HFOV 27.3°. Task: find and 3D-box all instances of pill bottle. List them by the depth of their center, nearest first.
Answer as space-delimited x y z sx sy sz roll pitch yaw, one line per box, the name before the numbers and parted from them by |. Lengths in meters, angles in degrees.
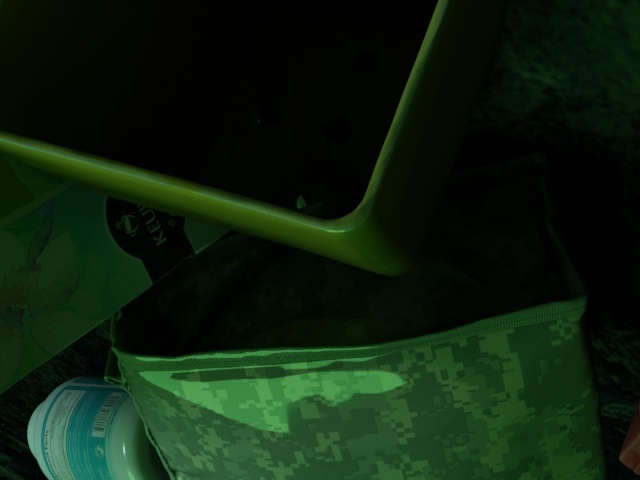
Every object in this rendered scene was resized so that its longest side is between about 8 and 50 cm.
pill bottle | -0.238 0.231 1.545 0.264 0.146 0.146 -4 141 49

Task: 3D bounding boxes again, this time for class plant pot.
plant pot | -0.016 -0.090 0.660 0.212 0.212 0.187 16 165 22

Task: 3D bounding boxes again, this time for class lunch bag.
lunch bag | 0.027 0.098 0.844 0.287 0.169 0.235 -12 130 6

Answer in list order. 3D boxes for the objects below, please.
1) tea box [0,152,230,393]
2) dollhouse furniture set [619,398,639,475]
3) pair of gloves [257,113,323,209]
tea box | -0.274 -0.029 0.808 0.329 0.323 0.220 -6 116 48
dollhouse furniture set | 0.312 -0.004 0.557 0.201 0.152 0.374 32 129 7
pair of gloves | 0.000 0.000 0.993 0.240 0.042 0.204 36 159 -7
